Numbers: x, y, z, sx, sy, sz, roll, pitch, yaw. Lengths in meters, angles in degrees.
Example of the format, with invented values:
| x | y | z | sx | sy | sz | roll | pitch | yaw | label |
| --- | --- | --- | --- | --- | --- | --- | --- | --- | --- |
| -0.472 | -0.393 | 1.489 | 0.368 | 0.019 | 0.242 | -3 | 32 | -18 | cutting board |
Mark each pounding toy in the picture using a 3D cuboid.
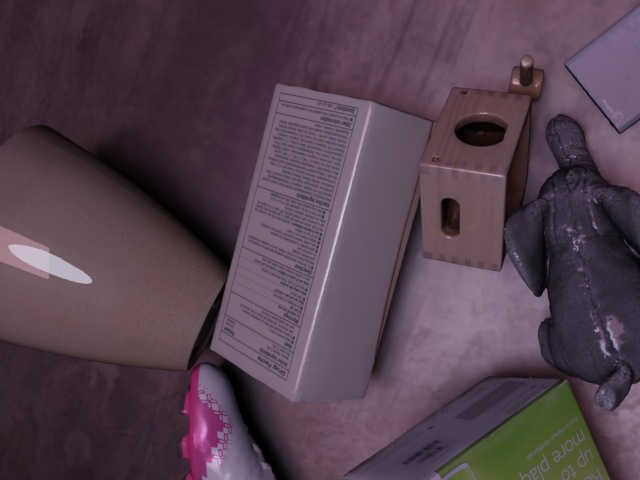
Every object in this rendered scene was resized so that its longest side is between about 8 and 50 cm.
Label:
| x | y | z | sx | sy | sz | roll | pitch | yaw | label |
| --- | --- | --- | --- | --- | --- | --- | --- | --- | --- |
| 0.162 | -0.109 | 0.834 | 0.094 | 0.206 | 0.181 | 10 | 138 | 19 | pounding toy |

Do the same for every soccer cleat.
| x | y | z | sx | sy | sz | roll | pitch | yaw | label |
| --- | --- | --- | --- | --- | --- | --- | --- | --- | --- |
| -0.085 | 0.305 | 0.971 | 0.143 | 0.116 | 0.332 | -5 | 88 | 0 | soccer cleat |

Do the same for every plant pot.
| x | y | z | sx | sy | sz | roll | pitch | yaw | label |
| --- | --- | --- | --- | --- | --- | --- | --- | --- | --- |
| -0.251 | 0.040 | 0.961 | 0.274 | 0.256 | 0.257 | 25 | 100 | 2 | plant pot |

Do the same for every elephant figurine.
| x | y | z | sx | sy | sz | roll | pitch | yaw | label |
| --- | --- | --- | --- | --- | --- | --- | --- | --- | --- |
| 0.250 | 0.006 | 0.787 | 0.169 | 0.186 | 0.240 | -22 | 97 | -15 | elephant figurine |

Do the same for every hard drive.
| x | y | z | sx | sy | sz | roll | pitch | yaw | label |
| --- | --- | --- | --- | --- | --- | --- | --- | --- | --- |
| 0.333 | -0.187 | 0.841 | 0.135 | 0.022 | 0.094 | -38 | 79 | 17 | hard drive |

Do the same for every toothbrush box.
| x | y | z | sx | sy | sz | roll | pitch | yaw | label |
| --- | --- | --- | --- | --- | --- | --- | --- | --- | --- |
| 0.179 | 0.300 | 0.774 | 0.122 | 0.206 | 0.283 | -12 | 103 | 63 | toothbrush box |

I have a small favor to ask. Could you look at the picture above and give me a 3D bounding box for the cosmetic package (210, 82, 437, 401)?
| x | y | z | sx | sy | sz | roll | pitch | yaw | label |
| --- | --- | --- | --- | --- | --- | --- | --- | --- | --- |
| 0.000 | 0.000 | 0.892 | 0.160 | 0.113 | 0.310 | 23 | 101 | 46 | cosmetic package |
